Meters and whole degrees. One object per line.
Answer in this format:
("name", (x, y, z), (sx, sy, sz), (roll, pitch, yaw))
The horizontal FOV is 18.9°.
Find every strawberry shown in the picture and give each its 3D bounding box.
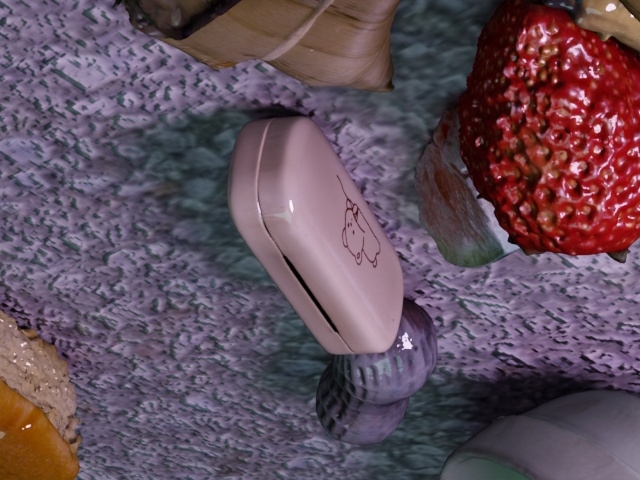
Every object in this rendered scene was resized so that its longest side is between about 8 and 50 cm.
("strawberry", (0.133, -0.068, 1.031), (0.131, 0.131, 0.148), (4, 116, 8))

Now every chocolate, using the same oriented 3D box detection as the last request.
("chocolate", (0.038, 0.092, 1.351), (0.072, 0.072, 0.167), (13, 148, -6))

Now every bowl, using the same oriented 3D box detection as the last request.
("bowl", (0.236, 0.229, 1.369), (0.307, 0.163, 0.307), (42, 157, 23))

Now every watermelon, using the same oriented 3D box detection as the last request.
("watermelon", (0.104, -0.033, 1.161), (0.094, 0.081, 0.180), (36, 141, 5))

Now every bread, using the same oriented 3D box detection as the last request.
("bread", (-0.299, 0.132, 1.458), (0.246, 0.121, 0.174), (-9, 145, 31))

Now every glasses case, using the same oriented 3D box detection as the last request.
("glasses case", (0.000, 0.000, 1.204), (0.050, 0.083, 0.196), (-7, 146, 21))

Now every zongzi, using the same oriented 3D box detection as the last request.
("zongzi", (0.023, -0.140, 0.969), (0.197, 0.099, 0.194), (22, 148, -38))

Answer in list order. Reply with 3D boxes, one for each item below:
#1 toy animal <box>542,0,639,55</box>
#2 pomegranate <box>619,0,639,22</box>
("toy animal", (0.195, -0.103, 0.971), (0.103, 0.101, 0.219), (-15, 141, 36))
("pomegranate", (0.193, -0.170, 0.744), (0.248, 0.248, 0.248), (7, 148, 4))
